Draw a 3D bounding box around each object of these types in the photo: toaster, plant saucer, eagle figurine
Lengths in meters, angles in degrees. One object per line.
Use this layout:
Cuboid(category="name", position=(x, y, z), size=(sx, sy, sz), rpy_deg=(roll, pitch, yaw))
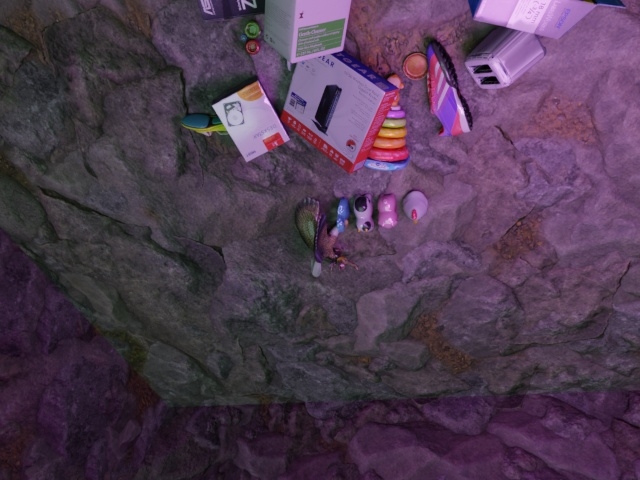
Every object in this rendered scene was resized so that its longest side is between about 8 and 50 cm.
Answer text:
Cuboid(category="toaster", position=(0.513, -0.512, 1.312), size=(0.146, 0.227, 0.129), rpy_deg=(-43, 112, 3))
Cuboid(category="plant saucer", position=(0.305, -0.552, 1.484), size=(0.084, 0.013, 0.083), rpy_deg=(7, 131, 8))
Cuboid(category="eagle figurine", position=(0.005, -0.009, 1.909), size=(0.227, 0.225, 0.298), rpy_deg=(-12, 137, 38))

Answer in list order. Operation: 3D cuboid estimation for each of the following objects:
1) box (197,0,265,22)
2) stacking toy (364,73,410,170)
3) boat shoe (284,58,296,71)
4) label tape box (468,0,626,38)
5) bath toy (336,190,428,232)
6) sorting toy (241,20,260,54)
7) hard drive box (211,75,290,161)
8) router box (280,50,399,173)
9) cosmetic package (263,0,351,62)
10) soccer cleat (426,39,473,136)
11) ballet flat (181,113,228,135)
Cuboid(category="box", position=(-0.211, -0.801, 1.236), size=(0.319, 0.097, 0.394), rpy_deg=(-7, 147, 1))
Cuboid(category="stacking toy", position=(0.228, -0.396, 1.565), size=(0.175, 0.165, 0.301), rpy_deg=(13, 118, 14))
Cuboid(category="boat shoe", position=(-0.104, -0.621, 1.514), size=(0.040, 0.049, 0.142), rpy_deg=(20, 132, 23))
Cuboid(category="label tape box", position=(0.554, -0.623, 1.199), size=(0.334, 0.240, 0.105), rpy_deg=(11, 137, -3))
Cuboid(category="bath toy", position=(0.238, -0.101, 1.804), size=(0.349, 0.129, 0.151), rpy_deg=(-5, 127, 18))
Cuboid(category="sorting toy", position=(-0.225, -0.658, 1.520), size=(0.061, 0.042, 0.101), rpy_deg=(3, 119, -8))
Cuboid(category="hard drive box", position=(-0.241, -0.424, 1.644), size=(0.181, 0.089, 0.232), rpy_deg=(-27, 122, 6))
Cuboid(category="router box", position=(0.046, -0.435, 1.505), size=(0.335, 0.082, 0.301), rpy_deg=(41, 134, 19))
Cuboid(category="cosmetic package", position=(-0.028, -0.683, 1.222), size=(0.155, 0.197, 0.365), rpy_deg=(49, 150, 27))
Cuboid(category="soccer cleat", position=(0.382, -0.467, 1.479), size=(0.117, 0.108, 0.318), rpy_deg=(-14, 127, 29))
Cuboid(category="ballet flat", position=(-0.399, -0.424, 1.737), size=(0.231, 0.077, 0.077), rpy_deg=(-1, 145, 13))
